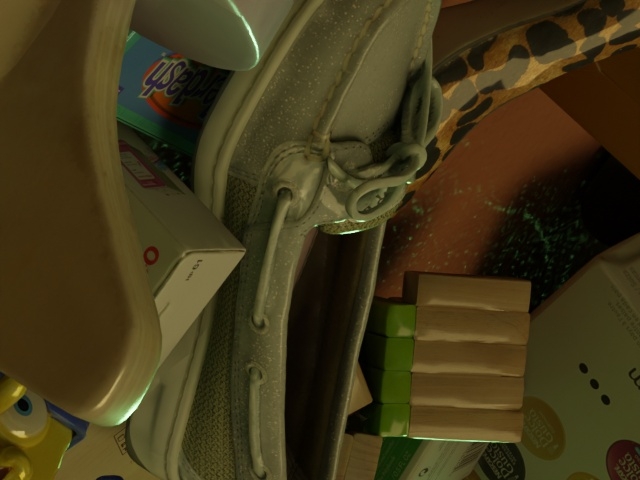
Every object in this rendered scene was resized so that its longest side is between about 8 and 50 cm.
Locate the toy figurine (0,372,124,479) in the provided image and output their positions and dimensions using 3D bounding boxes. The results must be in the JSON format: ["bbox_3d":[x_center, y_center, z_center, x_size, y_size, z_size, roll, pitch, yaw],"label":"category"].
[{"bbox_3d":[-0.207,0.099,0.858,0.191,0.362,0.217,-33,-149,38],"label":"toy figurine"}]

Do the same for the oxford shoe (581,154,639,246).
[{"bbox_3d":[0.266,-0.090,1.441,0.212,0.076,0.076,-51,175,33],"label":"oxford shoe"}]

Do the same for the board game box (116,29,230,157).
[{"bbox_3d":[-0.020,-0.135,0.899,0.210,0.047,0.160,-47,158,7],"label":"board game box"}]

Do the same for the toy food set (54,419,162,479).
[{"bbox_3d":[-0.127,0.076,1.061,0.306,0.092,0.219,-38,145,-17],"label":"toy food set"}]

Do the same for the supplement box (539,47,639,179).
[{"bbox_3d":[0.255,-0.131,1.177,0.194,0.191,0.129,-36,156,-20],"label":"supplement box"}]

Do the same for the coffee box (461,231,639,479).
[{"bbox_3d":[0.326,0.166,1.534,0.338,0.337,0.334,-26,166,-38],"label":"coffee box"}]

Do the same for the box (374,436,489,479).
[{"bbox_3d":[0.071,0.124,1.441,0.102,0.087,0.101,-19,147,-44],"label":"box"}]

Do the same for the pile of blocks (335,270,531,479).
[{"bbox_3d":[-0.038,0.107,1.249,0.362,0.149,0.113,-23,-166,-22],"label":"pile of blocks"}]

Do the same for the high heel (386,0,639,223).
[{"bbox_3d":[0.117,-0.077,1.072,0.186,0.093,0.261,16,118,-23],"label":"high heel"}]

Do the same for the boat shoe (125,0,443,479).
[{"bbox_3d":[-0.002,0.002,0.932,0.118,0.103,0.320,-30,147,-55],"label":"boat shoe"}]

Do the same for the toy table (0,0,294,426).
[{"bbox_3d":[-0.129,-0.069,0.629,0.161,0.252,0.274,-60,148,-5],"label":"toy table"}]

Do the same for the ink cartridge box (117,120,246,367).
[{"bbox_3d":[-0.106,-0.002,0.888,0.088,0.122,0.052,-52,156,20],"label":"ink cartridge box"}]
